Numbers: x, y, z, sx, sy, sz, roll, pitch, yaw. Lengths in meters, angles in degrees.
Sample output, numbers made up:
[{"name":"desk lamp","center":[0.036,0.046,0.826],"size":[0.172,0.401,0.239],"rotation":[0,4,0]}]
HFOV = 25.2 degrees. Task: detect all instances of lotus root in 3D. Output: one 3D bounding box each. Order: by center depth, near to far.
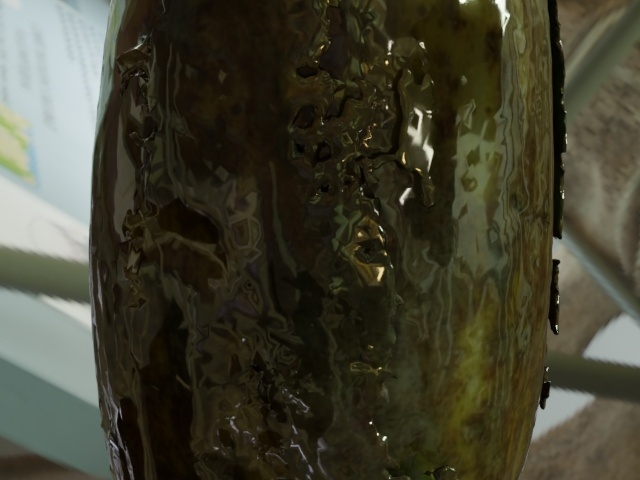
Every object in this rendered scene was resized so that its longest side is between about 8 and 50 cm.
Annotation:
[{"name":"lotus root","center":[0.000,0.000,0.559],"size":[0.179,0.196,0.397],"rotation":[8,-71,30]}]
